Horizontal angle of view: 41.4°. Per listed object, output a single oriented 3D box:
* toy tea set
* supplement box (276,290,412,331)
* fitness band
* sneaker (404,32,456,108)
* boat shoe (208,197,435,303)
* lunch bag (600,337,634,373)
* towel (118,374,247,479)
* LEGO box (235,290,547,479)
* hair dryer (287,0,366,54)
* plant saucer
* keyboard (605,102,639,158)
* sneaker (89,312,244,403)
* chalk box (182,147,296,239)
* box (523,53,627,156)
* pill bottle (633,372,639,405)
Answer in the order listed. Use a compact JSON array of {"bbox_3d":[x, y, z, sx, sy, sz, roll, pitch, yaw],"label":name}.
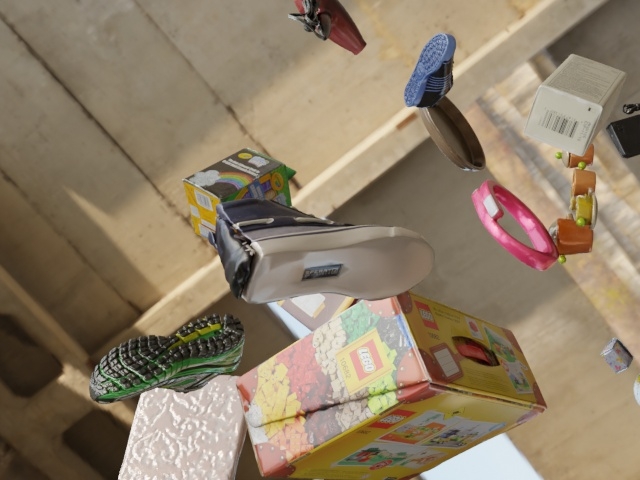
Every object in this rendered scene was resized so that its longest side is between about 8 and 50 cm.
[{"bbox_3d":[0.625,-0.109,2.143,0.336,0.124,0.200,-74,-18,-46],"label":"toy tea set"},{"bbox_3d":[0.049,0.122,1.794,0.129,0.191,0.194,39,176,-39],"label":"supplement box"},{"bbox_3d":[0.455,-0.036,1.979,0.209,0.054,0.291,33,-156,-19],"label":"fitness band"},{"bbox_3d":[0.278,-0.399,1.996,0.090,0.232,0.081,-3,-119,-22],"label":"sneaker"},{"bbox_3d":[0.000,0.000,1.243,0.340,0.127,0.158,1,-146,-34],"label":"boat shoe"},{"bbox_3d":[0.791,0.301,2.246,0.071,0.053,0.083,52,-140,5],"label":"lunch bag"},{"bbox_3d":[-0.351,0.507,2.263,0.053,0.332,0.317,62,-148,-53],"label":"towel"},{"bbox_3d":[0.149,0.297,1.618,0.500,0.372,0.193,23,-141,-51],"label":"LEGO box"},{"bbox_3d":[-0.004,-0.458,1.771,0.293,0.080,0.223,12,-131,-51],"label":"hair dryer"},{"bbox_3d":[0.359,-0.302,2.337,0.278,0.041,0.278,39,-148,-29],"label":"plant saucer"},{"bbox_3d":[0.650,-0.230,1.701,0.108,0.180,0.023,68,155,9],"label":"keyboard"},{"bbox_3d":[-0.316,0.280,1.792,0.134,0.344,0.146,47,145,48],"label":"sneaker"},{"bbox_3d":[-0.195,-0.125,2.301,0.180,0.289,0.179,27,137,41],"label":"chalk box"},{"bbox_3d":[0.578,-0.312,1.908,0.148,0.121,0.311,25,-147,19],"label":"box"},{"bbox_3d":[0.754,0.336,1.841,0.117,0.117,0.208,55,-172,11],"label":"pill bottle"}]
